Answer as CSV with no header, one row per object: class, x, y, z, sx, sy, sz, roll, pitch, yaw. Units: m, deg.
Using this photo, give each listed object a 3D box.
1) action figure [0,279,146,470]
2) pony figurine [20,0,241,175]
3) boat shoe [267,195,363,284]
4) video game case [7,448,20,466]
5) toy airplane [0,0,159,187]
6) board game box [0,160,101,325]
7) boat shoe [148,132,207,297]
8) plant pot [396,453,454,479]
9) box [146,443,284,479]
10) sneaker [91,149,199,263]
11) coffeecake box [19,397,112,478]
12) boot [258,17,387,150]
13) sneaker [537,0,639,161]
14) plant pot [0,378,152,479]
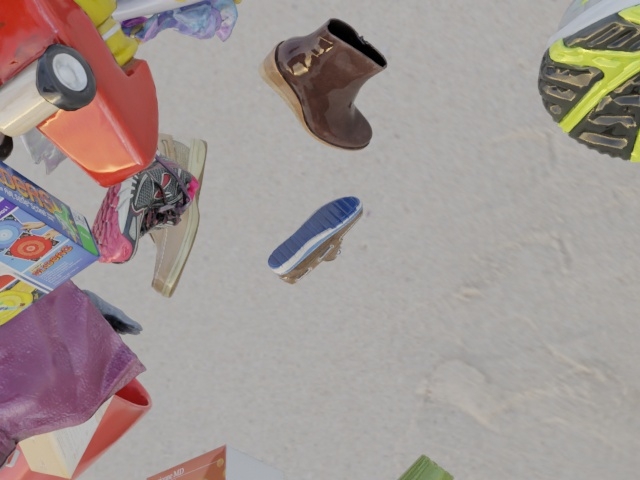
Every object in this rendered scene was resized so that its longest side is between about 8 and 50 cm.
action figure,-0.341,0.186,1.009,0.248,0.275,0.370,14,59,32
pony figurine,-0.292,-0.300,1.274,0.364,0.351,0.302,-9,46,15
boat shoe,0.000,0.000,1.679,0.183,0.066,0.066,-37,40,0
video game case,-0.521,0.193,1.209,0.204,0.285,0.025,0,60,39
toy airplane,-0.285,-0.281,0.977,0.386,0.272,0.384,22,115,19
board game box,-0.245,0.028,0.578,0.201,0.136,0.035,-33,59,7
boat shoe,-0.280,-0.049,1.851,0.121,0.110,0.341,121,158,-48
plant pot,0.129,0.320,1.313,0.083,0.083,0.079,34,84,38
box,-0.193,0.578,1.843,0.215,0.168,0.345,-28,45,28
sneaker,-0.237,-0.053,1.418,0.121,0.112,0.299,-60,9,24
coffeecake box,-0.368,0.226,1.497,0.068,0.142,0.185,9,46,14
boot,0.037,-0.239,1.637,0.207,0.248,0.090,-15,47,51
sneaker,0.303,-0.172,0.566,0.385,0.145,0.147,-13,40,33
plant pot,-0.465,0.297,1.760,0.275,0.275,0.243,37,89,38
